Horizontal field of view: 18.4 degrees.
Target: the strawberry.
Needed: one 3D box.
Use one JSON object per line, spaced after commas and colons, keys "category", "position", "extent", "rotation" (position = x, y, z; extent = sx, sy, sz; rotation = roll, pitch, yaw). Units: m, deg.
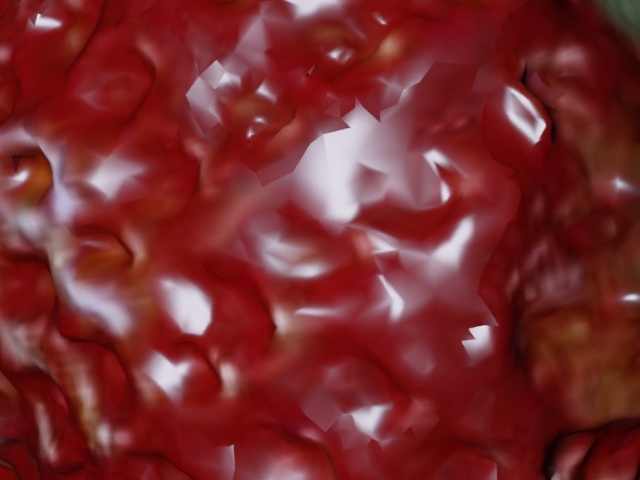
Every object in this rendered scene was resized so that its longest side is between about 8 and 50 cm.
{"category": "strawberry", "position": [0.011, 0.009, 0.583], "extent": [0.310, 0.292, 0.292], "rotation": [-24, 77, 38]}
